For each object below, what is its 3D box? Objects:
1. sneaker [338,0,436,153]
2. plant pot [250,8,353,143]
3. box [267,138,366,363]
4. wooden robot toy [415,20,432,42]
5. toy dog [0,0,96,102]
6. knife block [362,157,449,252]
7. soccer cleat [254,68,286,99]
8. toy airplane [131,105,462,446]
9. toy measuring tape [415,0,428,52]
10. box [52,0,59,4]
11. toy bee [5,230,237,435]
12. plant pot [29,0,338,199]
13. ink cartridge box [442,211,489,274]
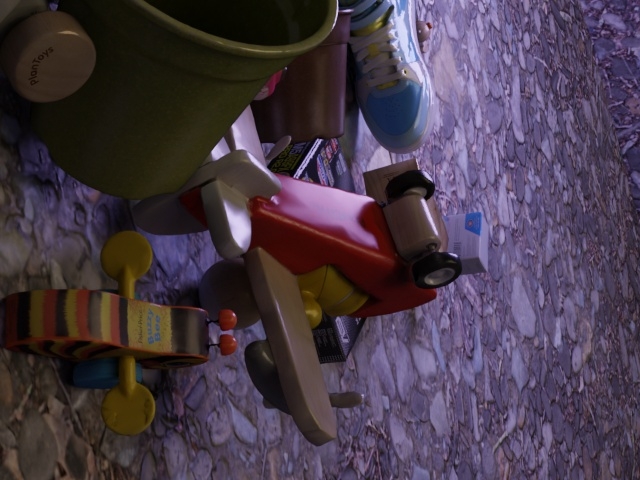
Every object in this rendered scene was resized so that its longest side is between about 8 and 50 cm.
[{"bbox_3d":[0.074,-0.296,2.363,0.208,0.127,0.319,30,45,-64],"label":"sneaker"},{"bbox_3d":[-0.034,-0.213,2.048,0.167,0.167,0.165,-26,114,-66],"label":"plant pot"},{"bbox_3d":[0.000,0.000,2.165,0.216,0.060,0.270,-61,137,-57],"label":"box"},{"bbox_3d":[0.139,-0.340,2.553,0.076,0.079,0.173,66,14,-1],"label":"wooden robot toy"},{"bbox_3d":[-0.340,-0.227,1.343,0.333,0.161,0.220,53,-4,-36],"label":"toy dog"},{"bbox_3d":[0.136,0.014,2.341,0.275,0.088,0.242,62,16,-53],"label":"knife block"},{"bbox_3d":[-0.123,-0.285,1.718,0.116,0.143,0.331,-120,-162,-44],"label":"soccer cleat"},{"bbox_3d":[-0.061,0.013,1.804,0.384,0.272,0.386,46,35,-5],"label":"toy airplane"},{"bbox_3d":[0.145,-0.468,2.609,0.121,0.121,0.330,-73,155,-44],"label":"toy measuring tape"},{"bbox_3d":[-0.240,-0.314,1.680,0.101,0.087,0.102,-49,126,-62],"label":"box"},{"bbox_3d":[-0.176,0.085,1.605,0.298,0.162,0.195,-22,101,-66],"label":"toy bee"},{"bbox_3d":[-0.159,-0.186,1.553,0.276,0.254,0.276,19,39,-17],"label":"plant pot"},{"bbox_3d":[0.208,0.009,2.569,0.052,0.122,0.088,54,36,-54],"label":"ink cartridge box"}]
